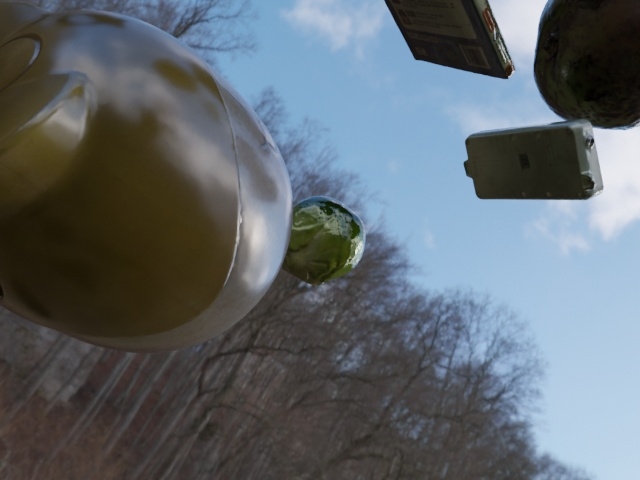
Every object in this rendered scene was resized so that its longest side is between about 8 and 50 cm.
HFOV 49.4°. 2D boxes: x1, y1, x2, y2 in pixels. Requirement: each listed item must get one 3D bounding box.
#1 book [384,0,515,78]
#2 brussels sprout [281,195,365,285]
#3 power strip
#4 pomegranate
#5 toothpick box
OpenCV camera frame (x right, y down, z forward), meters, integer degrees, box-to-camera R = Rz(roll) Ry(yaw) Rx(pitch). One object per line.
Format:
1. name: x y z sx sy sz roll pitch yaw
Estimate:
1. book: 0.181 -0.495 1.286 0.428 0.039 0.300 54 -10 -35
2. brussels sprout: 0.002 0.001 1.161 0.155 0.155 0.117 21 -5 8
3. power strip: 0.331 -0.123 1.103 0.270 0.046 0.117 7 -66 62
4. pomegranate: 0.533 -0.315 1.148 0.341 0.284 0.285 2 -35 -12
5. toothpick box: -0.274 -0.072 0.896 0.409 0.408 0.425 -1 -29 32
